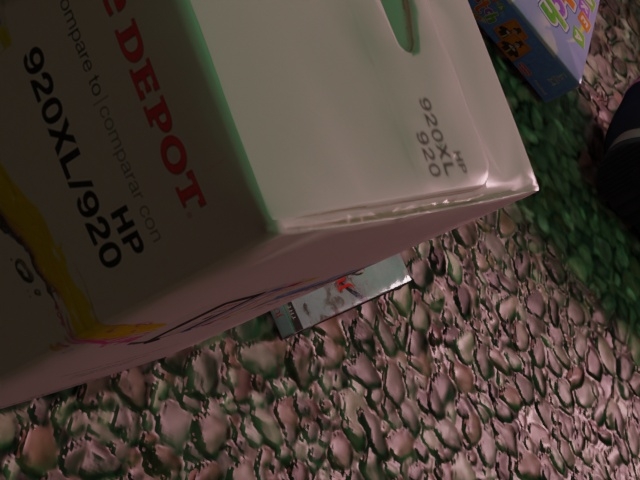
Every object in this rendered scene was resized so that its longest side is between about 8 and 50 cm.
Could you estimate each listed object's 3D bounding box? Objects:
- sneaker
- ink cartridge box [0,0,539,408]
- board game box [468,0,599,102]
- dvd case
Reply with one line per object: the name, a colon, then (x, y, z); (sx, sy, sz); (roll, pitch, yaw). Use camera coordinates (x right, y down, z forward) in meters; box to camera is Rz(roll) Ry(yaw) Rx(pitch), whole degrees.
sneaker: (0.351, -0.016, 1.104); (0.319, 0.112, 0.131); (43, 45, -25)
ink cartridge box: (-0.072, -0.048, 0.541); (0.168, 0.233, 0.171); (-12, 79, -51)
board game box: (0.133, -0.230, 1.035); (0.211, 0.039, 0.160); (46, 41, -23)
dvd case: (0.000, 0.000, 0.774); (0.119, 0.013, 0.087); (-19, 85, -51)
